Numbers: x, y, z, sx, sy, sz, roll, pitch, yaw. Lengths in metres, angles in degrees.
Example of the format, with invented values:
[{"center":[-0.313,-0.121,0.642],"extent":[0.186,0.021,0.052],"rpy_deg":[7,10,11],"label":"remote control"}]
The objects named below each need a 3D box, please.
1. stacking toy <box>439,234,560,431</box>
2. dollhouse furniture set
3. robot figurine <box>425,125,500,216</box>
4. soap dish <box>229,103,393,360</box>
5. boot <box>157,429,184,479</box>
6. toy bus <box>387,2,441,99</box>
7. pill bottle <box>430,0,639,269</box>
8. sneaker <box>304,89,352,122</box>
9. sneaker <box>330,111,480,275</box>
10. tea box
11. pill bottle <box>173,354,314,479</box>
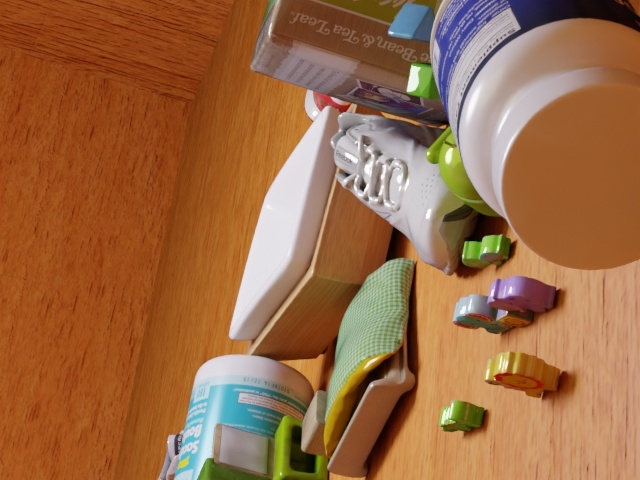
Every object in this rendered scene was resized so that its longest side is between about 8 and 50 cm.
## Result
[{"center":[0.139,0.052,1.267],"extent":[0.221,0.052,0.167],"rpy_deg":[133,151,-68],"label":"stacking toy"},{"center":[-0.024,0.163,1.654],"extent":[0.197,0.151,0.301],"rpy_deg":[-88,18,-51],"label":"dollhouse furniture set"},{"center":[0.137,-0.058,1.317],"extent":[0.067,0.101,0.115],"rpy_deg":[-66,-26,-1],"label":"robot figurine"},{"center":[0.000,0.000,1.834],"extent":[0.291,0.118,0.229],"rpy_deg":[126,160,-62],"label":"soap dish"},{"center":[-0.143,0.282,2.146],"extent":[0.095,0.123,0.258],"rpy_deg":[-87,17,-49],"label":"boot"},{"center":[0.171,-0.183,1.288],"extent":[0.104,0.202,0.191],"rpy_deg":[19,90,45],"label":"toy bus"},{"center":[0.163,-0.094,1.091],"extent":[0.265,0.153,0.153],"rpy_deg":[-97,26,-63],"label":"pill bottle"},{"center":[0.031,-0.266,2.232],"extent":[0.128,0.087,0.221],"rpy_deg":[-53,34,40],"label":"sneaker"},{"center":[0.077,-0.051,1.523],"extent":[0.297,0.129,0.111],"rpy_deg":[-119,48,-73],"label":"sneaker"},{"center":[0.085,-0.292,1.518],"extent":[0.329,0.220,0.324],"rpy_deg":[-177,103,-85],"label":"tea box"},{"center":[-0.096,0.276,1.862],"extent":[0.146,0.146,0.264],"rpy_deg":[124,159,-58],"label":"pill bottle"}]
